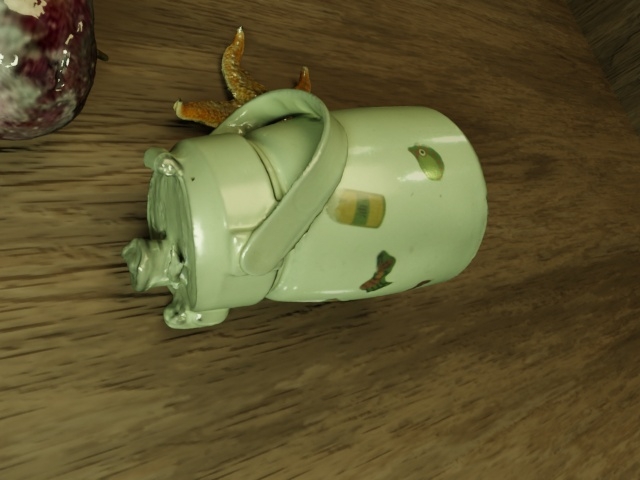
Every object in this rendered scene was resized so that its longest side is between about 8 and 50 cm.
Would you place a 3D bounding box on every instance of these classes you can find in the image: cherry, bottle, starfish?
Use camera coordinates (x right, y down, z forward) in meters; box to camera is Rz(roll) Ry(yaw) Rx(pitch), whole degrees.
[{"bbox_3d":[-0.280,-0.177,0.550,0.195,0.195,0.195,23,51,-32],"label":"cherry"},{"bbox_3d":[-0.024,-0.039,0.671,0.352,0.229,0.229,-7,70,-32],"label":"bottle"},{"bbox_3d":[-0.087,-0.179,0.830,0.138,0.050,0.247,40,37,-17],"label":"starfish"}]
